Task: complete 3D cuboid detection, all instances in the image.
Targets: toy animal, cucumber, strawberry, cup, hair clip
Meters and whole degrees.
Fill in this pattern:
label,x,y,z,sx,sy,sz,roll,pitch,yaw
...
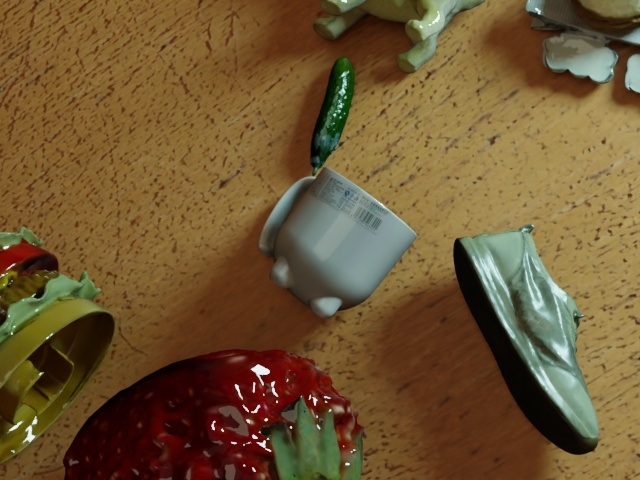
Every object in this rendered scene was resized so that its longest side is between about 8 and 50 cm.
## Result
label,x,y,z,sx,sy,sz,roll,pitch,yaw
toy animal,0.073,-0.314,1.548,0.233,0.121,0.168,36,76,15
cucumber,0.015,-0.151,1.559,0.037,0.037,0.155,13,80,15
strawberry,-0.132,0.276,1.395,0.345,0.295,0.317,-4,93,45
cup,0.000,0.000,1.475,0.173,0.134,0.142,37,89,17
hair clip,0.348,-0.247,1.502,0.220,0.054,0.140,17,77,13

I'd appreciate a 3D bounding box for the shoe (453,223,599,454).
label,x,y,z,sx,sy,sz,roll,pitch,yaw
shoe,0.242,0.104,1.416,0.098,0.103,0.274,-22,75,-8

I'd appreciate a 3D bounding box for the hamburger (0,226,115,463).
label,x,y,z,sx,sy,sz,roll,pitch,yaw
hamburger,-0.393,0.110,1.467,0.212,0.274,0.274,37,87,13

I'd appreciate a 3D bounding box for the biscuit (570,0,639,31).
label,x,y,z,sx,sy,sz,roll,pitch,yaw
biscuit,0.347,-0.395,1.507,0.262,0.052,0.277,-40,71,-12
